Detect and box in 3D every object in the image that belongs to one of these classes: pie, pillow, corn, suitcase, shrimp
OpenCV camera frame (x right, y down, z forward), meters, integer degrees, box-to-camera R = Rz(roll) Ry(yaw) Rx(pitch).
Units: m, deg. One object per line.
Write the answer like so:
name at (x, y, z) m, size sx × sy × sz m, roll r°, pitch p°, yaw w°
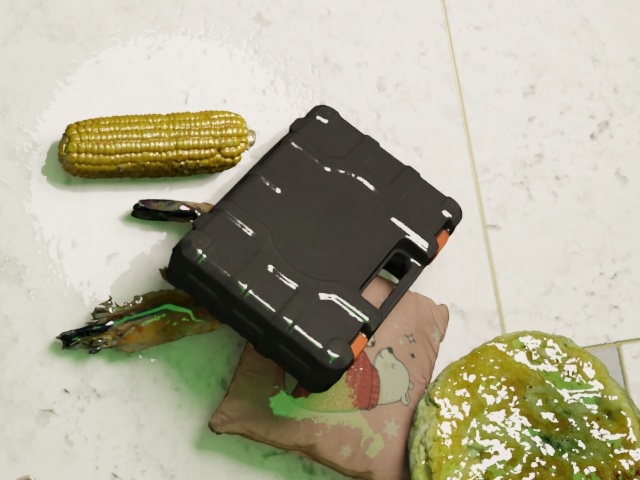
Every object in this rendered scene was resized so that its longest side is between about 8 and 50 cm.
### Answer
pie at (0.217, 0.214, 1.394) m, size 0.277 × 0.078 × 0.277 m, roll 9°, pitch 54°, yaw -13°
pillow at (0.018, 0.126, 1.428) m, size 0.223 × 0.084 × 0.236 m, roll 21°, pitch 65°, yaw -12°
corn at (-0.164, -0.096, 1.406) m, size 0.207 × 0.068 × 0.068 m, roll -7°, pitch 82°, yaw -22°
suitcase at (0.000, 0.000, 1.393) m, size 0.206 × 0.066 × 0.285 m, roll 38°, pitch 48°, yaw 4°
shrimp at (-0.168, 0.033, 1.382) m, size 0.219 × 0.046 × 0.152 m, roll -20°, pitch 80°, yaw -17°

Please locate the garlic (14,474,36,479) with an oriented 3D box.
garlic at (-0.306, 0.325, 1.224) m, size 0.217 × 0.110 × 0.228 m, roll 40°, pitch 72°, yaw 23°
